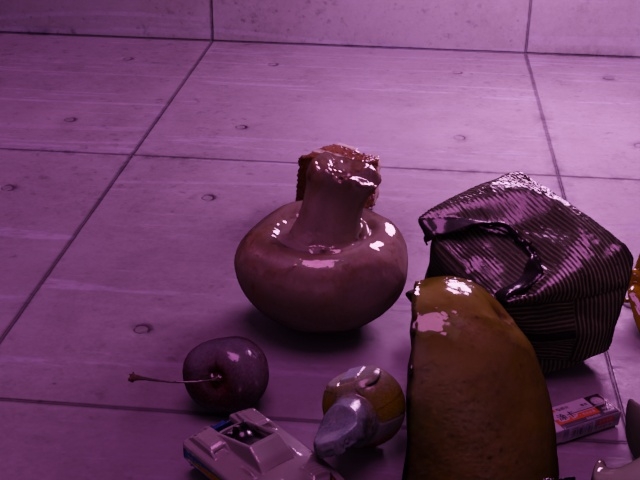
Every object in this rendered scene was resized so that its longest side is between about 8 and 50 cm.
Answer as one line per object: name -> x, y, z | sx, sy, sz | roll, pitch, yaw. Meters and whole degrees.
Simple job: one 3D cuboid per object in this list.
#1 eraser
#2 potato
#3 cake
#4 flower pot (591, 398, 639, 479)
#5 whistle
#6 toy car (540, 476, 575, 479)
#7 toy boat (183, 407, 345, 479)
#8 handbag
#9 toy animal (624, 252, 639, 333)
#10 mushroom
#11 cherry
eraser -> 0.376, 0.262, 1.532 | 0.122, 0.029, 0.052 | -11, 28, -24
potato -> 0.218, 0.190, 1.398 | 0.212, 0.280, 0.330 | 2, 25, 7
cake -> 0.041, -0.123, 2.196 | 0.135, 0.135, 0.147 | 20, 23, 33
flower pot -> 0.545, 0.285, 1.321 | 0.367, 0.165, 0.254 | 2, 34, 29
whistle -> 0.051, 0.251, 1.442 | 0.122, 0.123, 0.223 | 9, 19, 17
toy car -> 0.218, 0.350, 1.247 | 0.216, 0.103, 0.063 | -30, 76, -9
toy boat -> -0.046, 0.311, 1.352 | 0.129, 0.088, 0.295 | -21, 33, -37
handbag -> 0.304, 0.060, 1.693 | 0.240, 0.247, 0.340 | -17, 42, -29
toy animal -> 0.549, 0.081, 1.837 | 0.155, 0.095, 0.219 | 13, 60, 22
mushroom -> 0.000, 0.000, 1.756 | 0.297, 0.290, 0.297 | 1, 25, -1
cherry -> -0.167, 0.191, 1.570 | 0.188, 0.115, 0.148 | 3, 45, 16
